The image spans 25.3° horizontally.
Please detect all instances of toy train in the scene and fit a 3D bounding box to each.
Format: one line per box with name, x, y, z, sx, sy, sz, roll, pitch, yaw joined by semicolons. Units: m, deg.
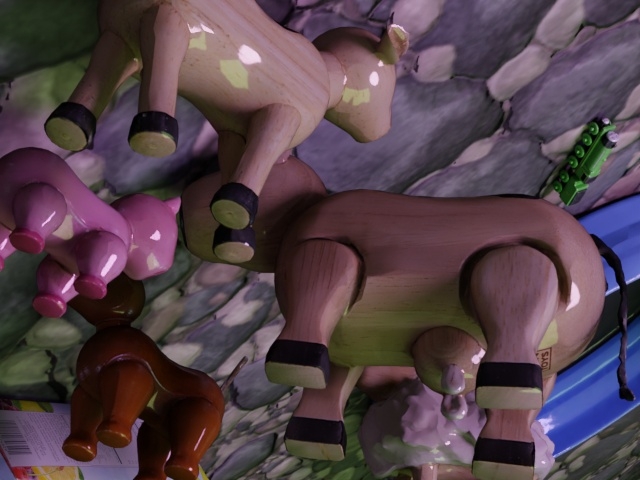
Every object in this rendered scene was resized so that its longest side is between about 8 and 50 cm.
toy train;0.191;-0.055;1.019;0.017;0.023;0.083;-18;152;-28

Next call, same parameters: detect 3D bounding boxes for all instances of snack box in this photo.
snack box;-0.202;0.185;0.951;0.174;0.070;0.207;-42;155;18

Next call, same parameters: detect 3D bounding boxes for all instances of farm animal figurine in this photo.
farm animal figurine;0.000;0.000;0.715;0.327;0.172;0.330;16;143;-2

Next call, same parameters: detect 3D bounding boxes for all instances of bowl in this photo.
bowl;0.217;0.096;1.264;0.391;0.077;0.391;-26;155;-13
